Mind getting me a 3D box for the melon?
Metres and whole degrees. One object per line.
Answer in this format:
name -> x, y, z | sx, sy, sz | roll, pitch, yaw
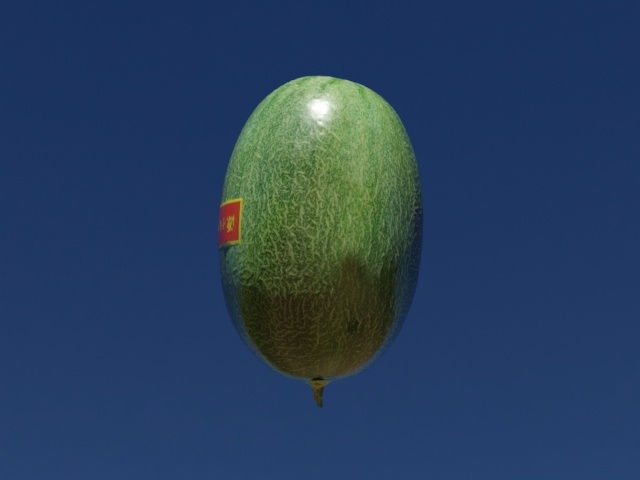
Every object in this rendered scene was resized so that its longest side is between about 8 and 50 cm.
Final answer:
melon -> 0.000, 0.000, 1.217 | 0.182, 0.288, 0.182 | 3, -12, 1
